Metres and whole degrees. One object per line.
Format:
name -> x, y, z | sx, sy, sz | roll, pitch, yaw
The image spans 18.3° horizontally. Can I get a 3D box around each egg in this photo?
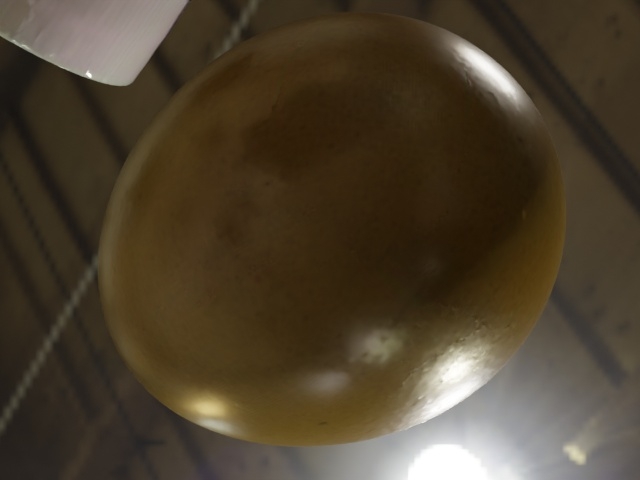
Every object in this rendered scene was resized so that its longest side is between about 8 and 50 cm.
egg -> 0.000, 0.000, 1.196 | 0.322, 0.250, 0.250 | -32, -118, 45

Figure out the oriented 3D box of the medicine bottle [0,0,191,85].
medicine bottle -> -0.059, -0.278, 0.941 | 0.379, 0.213, 0.213 | -55, -133, 12
